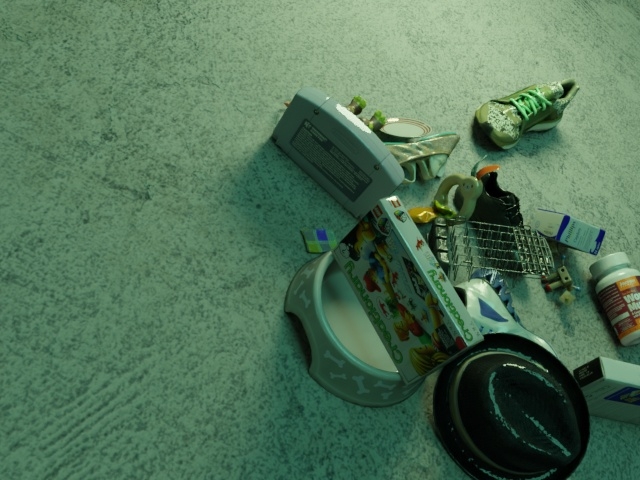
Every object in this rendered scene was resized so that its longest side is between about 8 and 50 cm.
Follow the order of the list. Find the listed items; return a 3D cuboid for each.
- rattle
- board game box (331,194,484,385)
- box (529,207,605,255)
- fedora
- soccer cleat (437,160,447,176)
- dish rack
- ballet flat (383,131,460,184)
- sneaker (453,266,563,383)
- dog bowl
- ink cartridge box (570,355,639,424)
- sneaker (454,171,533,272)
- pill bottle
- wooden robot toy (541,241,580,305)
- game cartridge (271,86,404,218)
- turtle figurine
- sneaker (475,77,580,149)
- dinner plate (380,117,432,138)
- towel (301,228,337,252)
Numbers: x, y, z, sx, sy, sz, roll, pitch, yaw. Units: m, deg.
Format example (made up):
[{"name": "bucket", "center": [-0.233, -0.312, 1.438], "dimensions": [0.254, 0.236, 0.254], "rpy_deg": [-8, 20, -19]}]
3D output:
[{"name": "rattle", "center": [0.308, -0.124, 1.697], "dimensions": [0.143, 0.199, 0.130], "rpy_deg": [16, 53, -21]}, {"name": "board game box", "center": [0.151, 0.094, 1.329], "dimensions": [0.053, 0.193, 0.305], "rpy_deg": [-16, 69, -37]}, {"name": "box", "center": [0.638, -0.023, 1.867], "dimensions": [0.137, 0.126, 0.072], "rpy_deg": [19, 93, -19]}, {"name": "fedora", "center": [0.389, 0.337, 1.395], "dimensions": [0.334, 0.152, 0.333], "rpy_deg": [1, 79, -4]}, {"name": "soccer cleat", "center": [0.313, -0.199, 1.860], "dimensions": [0.029, 0.035, 0.083], "rpy_deg": [27, 50, -13]}, {"name": "dish rack", "center": [0.379, 0.030, 1.624], "dimensions": [0.272, 0.074, 0.208], "rpy_deg": [6, 36, 2]}, {"name": "ballet flat", "center": [0.228, -0.193, 1.776], "dimensions": [0.316, 0.107, 0.106], "rpy_deg": [-13, 80, -28]}, {"name": "sneaker", "center": [0.366, 0.215, 1.570], "dimensions": [0.182, 0.127, 0.315], "rpy_deg": [-13, 61, -32]}, {"name": "dog bowl", "center": [0.104, 0.154, 1.458], "dimensions": [0.349, 0.102, 0.348], "rpy_deg": [16, 53, -22]}, {"name": "ink cartridge box", "center": [0.715, 0.353, 1.633], "dimensions": [0.371, 0.175, 0.069], "rpy_deg": [17, 52, -20]}, {"name": "sneaker", "center": [0.450, -0.046, 1.777], "dimensions": [0.109, 0.130, 0.286], "rpy_deg": [-24, 75, -41]}, {"name": "pill bottle", "center": [0.785, 0.149, 1.849], "dimensions": [0.121, 0.121, 0.221], "rpy_deg": [-2, 61, -32]}, {"name": "wooden robot toy", "center": [0.608, 0.095, 1.835], "dimensions": [0.079, 0.076, 0.173], "rpy_deg": [33, 36, -57]}, {"name": "game cartridge", "center": [0.039, -0.193, 1.588], "dimensions": [0.297, 0.198, 0.062], "rpy_deg": [43, 48, 1]}, {"name": "turtle figurine", "center": [0.060, -0.273, 1.718], "dimensions": [0.270, 0.087, 0.217], "rpy_deg": [30, 35, 28]}, {"name": "sneaker", "center": [0.600, -0.393, 2.061], "dimensions": [0.410, 0.182, 0.158], "rpy_deg": [-26, 76, -39]}, {"name": "dinner plate", "center": [0.212, -0.283, 1.833], "dimensions": [0.141, 0.017, 0.141], "rpy_deg": [4, 29, -2]}, {"name": "towel", "center": [0.000, 0.000, 1.561], "dimensions": [0.083, 0.009, 0.060], "rpy_deg": [1, 59, -30]}]
